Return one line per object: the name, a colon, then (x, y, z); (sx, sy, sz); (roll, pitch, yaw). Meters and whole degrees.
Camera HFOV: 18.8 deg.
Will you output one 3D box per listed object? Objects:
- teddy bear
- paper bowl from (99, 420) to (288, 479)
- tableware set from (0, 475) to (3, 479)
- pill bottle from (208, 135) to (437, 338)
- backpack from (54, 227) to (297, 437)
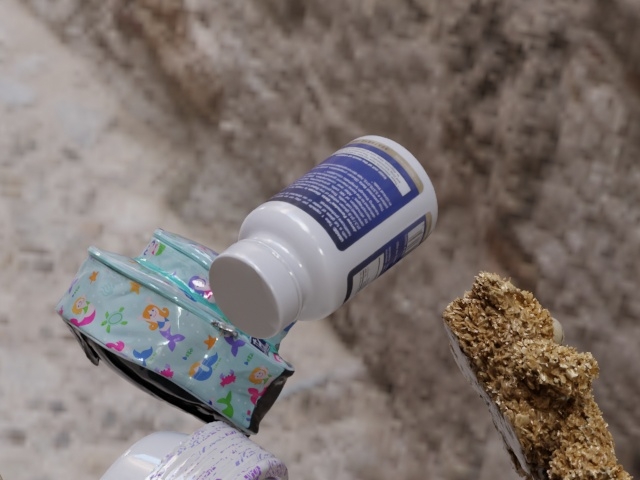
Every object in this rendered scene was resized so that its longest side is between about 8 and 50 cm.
teddy bear: (0.243, 0.182, 1.989); (0.113, 0.245, 0.338); (-24, 35, -6)
paper bowl: (-0.171, 0.323, 2.116); (0.148, 0.284, 0.284); (33, 36, 16)
tableware set: (-0.257, 0.181, 1.386); (0.039, 0.194, 0.128); (-32, 87, -29)
pill bottle: (0.000, 0.000, 1.407); (0.094, 0.094, 0.169); (28, 45, 29)
backpack: (-0.167, 0.095, 2.224); (0.253, 0.191, 0.225); (26, 0, -31)
